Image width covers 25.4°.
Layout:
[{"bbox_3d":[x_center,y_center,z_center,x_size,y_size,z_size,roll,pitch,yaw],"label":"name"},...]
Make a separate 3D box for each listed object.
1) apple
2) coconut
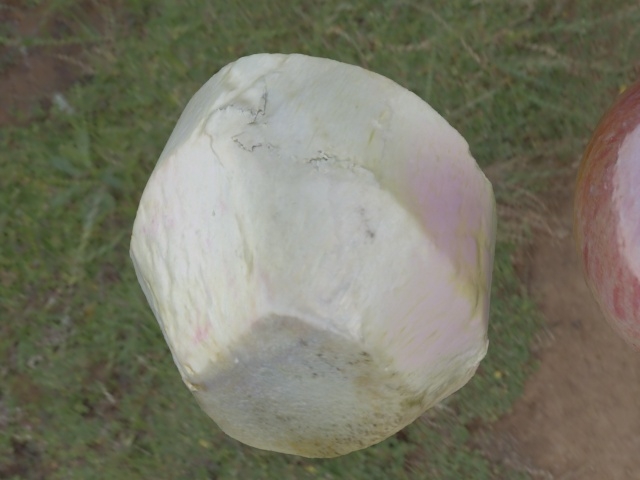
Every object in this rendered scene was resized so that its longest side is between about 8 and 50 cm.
[{"bbox_3d":[0.402,-0.016,1.418,0.345,0.344,0.269,48,131,32],"label":"apple"},{"bbox_3d":[0.000,0.000,0.926,0.259,0.259,0.259,-9,64,19],"label":"coconut"}]
